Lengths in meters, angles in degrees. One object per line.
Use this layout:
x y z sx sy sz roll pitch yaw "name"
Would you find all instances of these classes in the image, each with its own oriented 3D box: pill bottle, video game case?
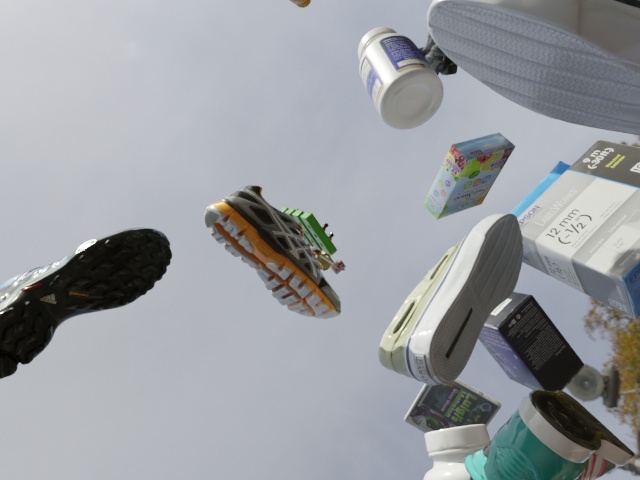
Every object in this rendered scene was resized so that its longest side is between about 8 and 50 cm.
0.130 -0.291 0.844 0.111 0.112 0.187 4 -133 -22 "pill bottle"
0.321 0.426 1.196 0.173 0.191 0.022 28 -152 13 "video game case"
0.234 0.417 0.734 0.136 0.136 0.246 4 -119 -22 "pill bottle"

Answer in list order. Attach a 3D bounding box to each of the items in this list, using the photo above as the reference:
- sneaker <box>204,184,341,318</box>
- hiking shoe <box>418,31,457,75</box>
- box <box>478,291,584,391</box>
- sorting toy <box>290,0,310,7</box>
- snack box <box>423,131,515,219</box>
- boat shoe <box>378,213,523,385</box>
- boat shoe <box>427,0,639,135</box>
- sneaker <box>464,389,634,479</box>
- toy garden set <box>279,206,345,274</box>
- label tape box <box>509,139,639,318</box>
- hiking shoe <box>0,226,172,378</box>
-0.045 0.015 0.617 0.215 0.084 0.083 47 -127 -10 "sneaker"
0.308 -0.461 1.165 0.086 0.227 0.114 -31 -101 -31 "hiking shoe"
0.440 0.219 1.062 0.108 0.153 0.207 -41 -83 -10 "box"
0.067 -0.379 0.637 0.365 0.126 0.127 3 -112 24 "sorting toy"
0.382 -0.165 1.253 0.174 0.207 0.070 -19 -123 -26 "snack box"
0.178 0.059 0.640 0.302 0.094 0.109 -42 -64 -36 "boat shoe"
0.250 -0.151 0.354 0.335 0.121 0.119 25 -95 20 "boat shoe"
0.287 0.297 0.621 0.295 0.124 0.178 25 -73 -43 "sneaker"
0.000 0.000 1.214 0.049 0.244 0.204 -38 -72 -11 "toy garden set"
0.480 -0.053 0.871 0.249 0.347 0.115 -43 -56 -4 "label tape box"
-0.365 0.058 0.694 0.304 0.132 0.113 -33 -54 -34 "hiking shoe"
